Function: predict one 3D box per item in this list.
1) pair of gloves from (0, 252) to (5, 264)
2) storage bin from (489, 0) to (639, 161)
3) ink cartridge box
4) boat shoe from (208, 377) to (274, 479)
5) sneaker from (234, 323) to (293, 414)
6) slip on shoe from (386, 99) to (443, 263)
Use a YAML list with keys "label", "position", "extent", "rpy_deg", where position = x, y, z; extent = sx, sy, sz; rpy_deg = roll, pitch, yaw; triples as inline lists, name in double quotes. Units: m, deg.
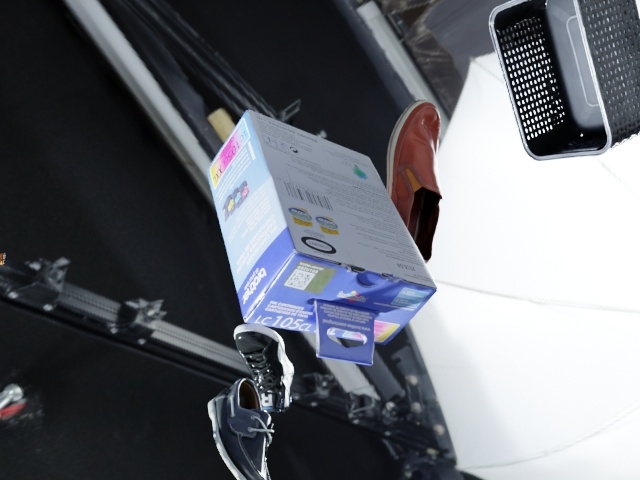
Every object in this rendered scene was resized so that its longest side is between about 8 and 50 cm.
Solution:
- label: "pair of gloves"
  position: [-0.524, 0.049, 0.927]
  extent: [0.074, 0.010, 0.083]
  rpy_deg: [2, -124, -11]
- label: "storage bin"
  position: [0.273, -0.186, 0.663]
  extent: [0.084, 0.122, 0.180]
  rpy_deg: [-24, -78, -22]
- label: "ink cartridge box"
  position: [0.000, 0.000, 0.944]
  extent: [0.270, 0.151, 0.395]
  rpy_deg: [16, -145, -34]
- label: "boat shoe"
  position: [-0.110, 0.286, 0.909]
  extent: [0.084, 0.079, 0.233]
  rpy_deg: [54, 177, -25]
- label: "sneaker"
  position: [-0.101, 0.256, 1.155]
  extent: [0.217, 0.079, 0.121]
  rpy_deg: [63, -159, -47]
- label: "slip on shoe"
  position: [0.180, -0.100, 1.115]
  extent: [0.123, 0.101, 0.331]
  rpy_deg: [23, -106, -41]
